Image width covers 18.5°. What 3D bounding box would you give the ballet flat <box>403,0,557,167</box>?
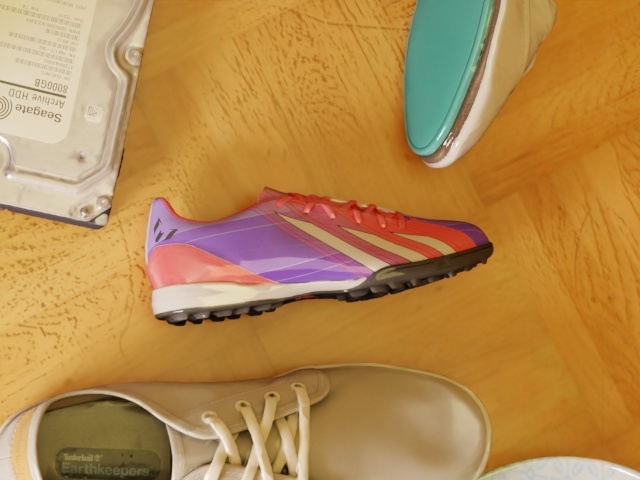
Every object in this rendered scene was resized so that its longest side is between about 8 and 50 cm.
[{"bbox_3d":[0.165,-0.261,1.821,0.139,0.139,0.400,5,84,-12],"label":"ballet flat"}]

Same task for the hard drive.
[{"bbox_3d":[-0.270,-0.197,1.743,0.237,0.064,0.339,13,84,-11],"label":"hard drive"}]

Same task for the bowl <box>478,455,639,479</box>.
[{"bbox_3d":[0.215,0.350,1.753,0.289,0.289,0.156,-30,136,-13],"label":"bowl"}]

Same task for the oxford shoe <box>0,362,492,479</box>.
[{"bbox_3d":[-0.063,0.189,1.717,0.449,0.130,0.169,-1,78,-11],"label":"oxford shoe"}]

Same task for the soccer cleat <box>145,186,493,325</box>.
[{"bbox_3d":[0.000,0.000,1.772,0.318,0.108,0.116,-8,84,-11],"label":"soccer cleat"}]
